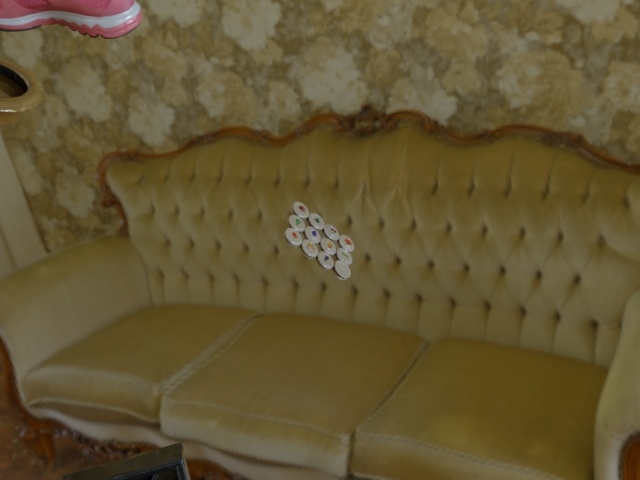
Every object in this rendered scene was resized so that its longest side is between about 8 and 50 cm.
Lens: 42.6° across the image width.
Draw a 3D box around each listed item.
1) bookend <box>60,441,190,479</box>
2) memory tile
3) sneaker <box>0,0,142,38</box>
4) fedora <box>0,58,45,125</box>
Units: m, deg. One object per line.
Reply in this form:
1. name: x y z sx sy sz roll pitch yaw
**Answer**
1. bookend: -0.233 0.357 1.035 0.157 0.156 0.072 -13 5 -9
2. memory tile: 0.000 0.000 1.484 0.012 0.148 0.113 -40 23 37
3. sneaker: -0.452 -0.428 1.360 0.314 0.136 0.116 6 43 6
4. fedora: -0.600 -0.263 1.484 0.194 0.079 0.194 16 34 -11
